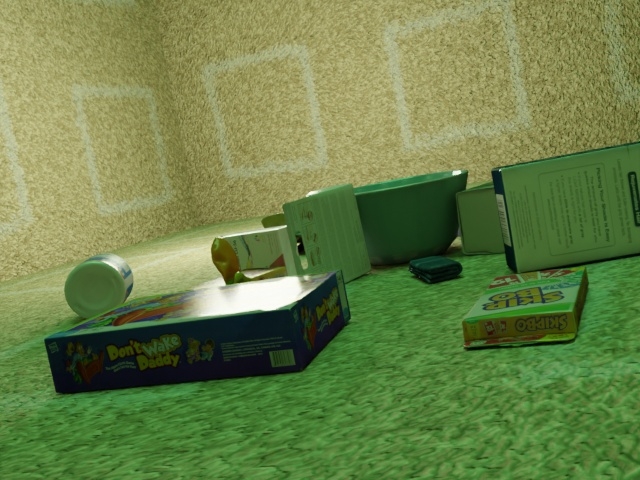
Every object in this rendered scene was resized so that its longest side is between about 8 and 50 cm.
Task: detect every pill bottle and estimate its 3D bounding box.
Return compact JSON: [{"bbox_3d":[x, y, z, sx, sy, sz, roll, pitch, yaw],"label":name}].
[{"bbox_3d":[-0.471,0.093,1.612,0.124,0.124,0.221,-11,5,-7],"label":"pill bottle"}]

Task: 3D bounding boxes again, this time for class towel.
[{"bbox_3d":[0.199,0.049,1.301,0.067,0.029,0.119,-12,6,-8],"label":"towel"}]

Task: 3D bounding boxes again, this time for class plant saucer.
[{"bbox_3d":[-0.045,-0.028,2.068,0.241,0.037,0.241,3,-15,1],"label":"plant saucer"}]

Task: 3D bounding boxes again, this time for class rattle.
[{"bbox_3d":[-0.094,0.059,1.241,0.130,0.143,0.200,7,-10,-29],"label":"rattle"}]

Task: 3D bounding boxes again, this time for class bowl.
[{"bbox_3d":[0.171,-0.045,1.586,0.311,0.163,0.311,-11,5,1],"label":"bowl"}]

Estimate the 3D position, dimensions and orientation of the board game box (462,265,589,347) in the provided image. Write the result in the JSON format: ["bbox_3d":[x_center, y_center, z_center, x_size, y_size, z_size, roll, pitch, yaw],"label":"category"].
[{"bbox_3d":[0.258,0.079,0.922,0.124,0.039,0.259,-9,9,24],"label":"board game box"}]

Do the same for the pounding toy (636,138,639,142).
[{"bbox_3d":[0.750,-0.135,1.565,0.237,0.183,0.110,-10,31,-26],"label":"pounding toy"}]

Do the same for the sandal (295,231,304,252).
[{"bbox_3d":[-0.061,0.007,2.000,0.219,0.060,0.090,2,-13,26],"label":"sandal"}]

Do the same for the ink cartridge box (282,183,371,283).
[{"bbox_3d":[0.000,0.000,1.388,0.056,0.181,0.225,-7,9,40],"label":"ink cartridge box"}]

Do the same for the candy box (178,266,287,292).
[{"bbox_3d":[-0.160,0.094,1.405,0.109,0.053,0.187,-5,10,39],"label":"candy box"}]

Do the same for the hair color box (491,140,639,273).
[{"bbox_3d":[0.467,-0.064,1.202,0.347,0.174,0.105,-10,5,5],"label":"hair color box"}]

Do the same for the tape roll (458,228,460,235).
[{"bbox_3d":[0.421,-0.080,1.830,0.275,0.090,0.275,-11,5,1],"label":"tape roll"}]

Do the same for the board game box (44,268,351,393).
[{"bbox_3d":[-0.157,0.121,1.024,0.347,0.078,0.233,-9,6,18],"label":"board game box"}]

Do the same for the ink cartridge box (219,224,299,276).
[{"bbox_3d":[-0.146,0.037,1.600,0.198,0.115,0.067,-8,7,31],"label":"ink cartridge box"}]

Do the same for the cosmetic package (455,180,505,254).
[{"bbox_3d":[0.410,-0.066,1.528,0.153,0.129,0.296,-5,9,34],"label":"cosmetic package"}]
